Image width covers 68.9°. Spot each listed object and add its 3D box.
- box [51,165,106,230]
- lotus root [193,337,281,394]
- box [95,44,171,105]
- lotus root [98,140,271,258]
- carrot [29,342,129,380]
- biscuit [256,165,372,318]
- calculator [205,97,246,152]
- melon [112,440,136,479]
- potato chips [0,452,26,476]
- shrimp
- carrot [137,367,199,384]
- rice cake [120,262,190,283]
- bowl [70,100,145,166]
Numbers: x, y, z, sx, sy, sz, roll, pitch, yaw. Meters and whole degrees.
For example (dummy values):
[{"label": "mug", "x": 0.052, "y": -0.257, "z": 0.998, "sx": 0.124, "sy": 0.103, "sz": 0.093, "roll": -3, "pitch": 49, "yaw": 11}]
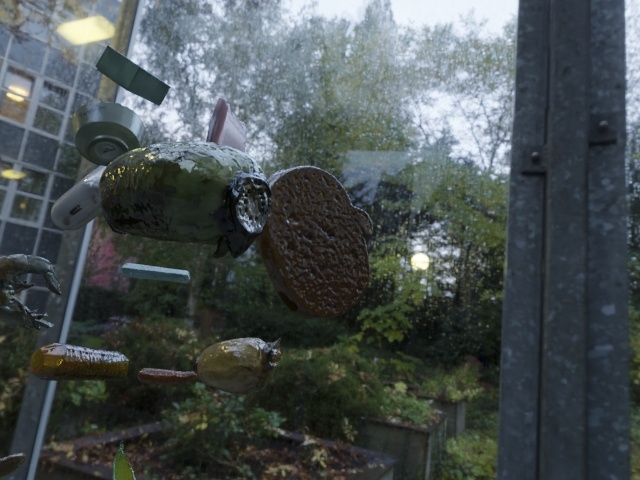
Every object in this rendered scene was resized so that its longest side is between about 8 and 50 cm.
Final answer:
[{"label": "box", "x": -0.895, "y": -0.190, "z": 1.859, "sx": 0.288, "sy": 0.349, "sz": 0.141, "roll": -33, "pitch": -68, "yaw": 15}, {"label": "lotus root", "x": -0.208, "y": 0.321, "z": 1.190, "sx": 0.256, "sy": 0.140, "sz": 0.154, "roll": -13, "pitch": -20, "yaw": 27}, {"label": "box", "x": -0.616, "y": -0.540, "z": 1.553, "sx": 0.129, "sy": 0.086, "sz": 0.225, "roll": 34, "pitch": 7, "yaw": 4}, {"label": "lotus root", "x": -0.206, "y": -0.062, "z": 0.653, "sx": 0.309, "sy": 0.173, "sz": 0.173, "roll": 2, "pitch": -12, "yaw": 32}, {"label": "carrot", "x": -0.762, "y": 0.393, "z": 1.492, "sx": 0.114, "sy": 0.114, "sz": 0.301, "roll": 0, "pitch": -16, "yaw": 29}, {"label": "biscuit", "x": -0.005, "y": 0.001, "z": 1.206, "sx": 0.350, "sy": 0.395, "sz": 0.070, "roll": -19, "pitch": 7, "yaw": -37}, {"label": "calculator", "x": -0.316, "y": -0.289, "z": 1.560, "sx": 0.048, "sy": 0.330, "sz": 0.220, "roll": 5, "pitch": -15, "yaw": 15}, {"label": "melon", "x": -0.641, "y": 0.781, "z": 1.533, "sx": 0.053, "sy": 0.114, "sz": 0.262, "roll": 19, "pitch": 24, "yaw": -45}, {"label": "potato chips", "x": -0.841, "y": 0.571, "z": 1.142, "sx": 0.201, "sy": 0.049, "sz": 0.150, "roll": 3, "pitch": -28, "yaw": -37}, {"label": "shrimp", "x": -1.039, "y": 0.193, "z": 1.656, "sx": 0.085, "sy": 0.247, "sz": 0.361, "roll": 22, "pitch": -36, "yaw": 33}, {"label": "carrot", "x": -0.551, "y": 0.500, "z": 1.713, "sx": 0.247, "sy": 0.059, "sz": 0.059, "roll": 1, "pitch": -12, "yaw": 3}, {"label": "rice cake", "x": -0.558, "y": 0.112, "z": 1.593, "sx": 0.226, "sy": 0.040, "sz": 0.085, "roll": 9, "pitch": 4, "yaw": -18}, {"label": "bowl", "x": -0.637, "y": -0.299, "z": 1.403, "sx": 0.211, "sy": 0.112, "sz": 0.212, "roll": -11, "pitch": -35, "yaw": -8}]
